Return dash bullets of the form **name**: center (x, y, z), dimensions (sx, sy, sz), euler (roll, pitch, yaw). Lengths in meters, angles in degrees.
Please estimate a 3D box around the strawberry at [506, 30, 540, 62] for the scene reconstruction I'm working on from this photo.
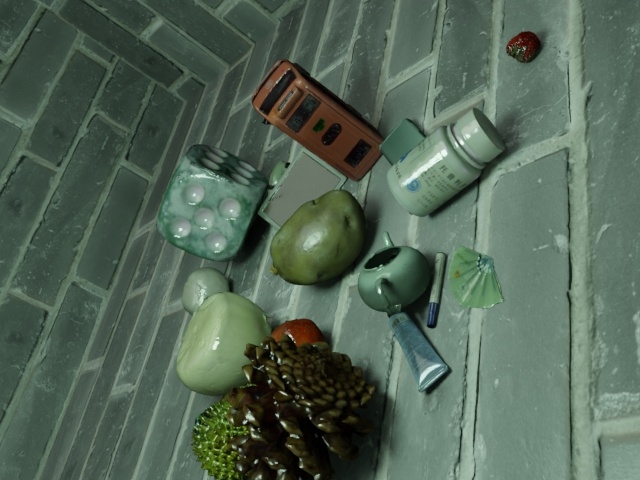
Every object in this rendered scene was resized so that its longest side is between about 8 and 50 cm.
- **strawberry**: center (0.556, -0.530, 1.844), dimensions (0.096, 0.083, 0.083), euler (-40, 19, -31)

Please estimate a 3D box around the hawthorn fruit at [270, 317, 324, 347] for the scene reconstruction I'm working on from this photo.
- **hawthorn fruit**: center (-0.065, 0.358, 1.878), dimensions (0.165, 0.165, 0.285), euler (-21, 58, 46)

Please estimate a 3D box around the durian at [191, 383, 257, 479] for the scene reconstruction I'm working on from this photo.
- **durian**: center (-0.237, 0.527, 1.860), dimensions (0.291, 0.225, 0.291), euler (-160, 90, -88)

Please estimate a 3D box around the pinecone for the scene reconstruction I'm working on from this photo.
- **pinecone**: center (-0.070, 0.432, 1.605), dimensions (0.384, 0.384, 0.384), euler (-37, 36, 32)

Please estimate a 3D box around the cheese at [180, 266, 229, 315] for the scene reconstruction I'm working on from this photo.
- **cheese**: center (-0.427, 0.195, 2.542), dimensions (0.198, 0.154, 0.189), euler (13, 91, 55)

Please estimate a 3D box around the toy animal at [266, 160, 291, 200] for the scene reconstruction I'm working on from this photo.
- **toy animal**: center (-0.141, -0.194, 2.519), dimensions (0.094, 0.121, 0.225), euler (-10, 55, 52)

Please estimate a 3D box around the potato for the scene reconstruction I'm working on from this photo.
- **potato**: center (0.000, 0.000, 2.023), dimensions (0.326, 0.221, 0.243), euler (-45, 41, 2)

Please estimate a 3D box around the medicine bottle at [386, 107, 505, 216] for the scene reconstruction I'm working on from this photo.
- **medicine bottle**: center (0.328, -0.204, 1.778), dimensions (0.293, 0.170, 0.170), euler (-38, 35, 29)

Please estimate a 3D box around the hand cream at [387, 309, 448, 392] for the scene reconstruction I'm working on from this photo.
- **hand cream**: center (0.221, 0.251, 1.624), dimensions (0.088, 0.055, 0.256), euler (-40, 34, 9)

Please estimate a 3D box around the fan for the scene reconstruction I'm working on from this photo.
- **fan**: center (0.363, 0.090, 1.610), dimensions (0.131, 0.009, 0.240), euler (-51, 30, 16)

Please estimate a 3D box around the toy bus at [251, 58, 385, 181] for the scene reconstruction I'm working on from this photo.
- **toy bus**: center (-0.002, -0.380, 2.183), dimensions (0.203, 0.427, 0.233), euler (-51, 33, 12)

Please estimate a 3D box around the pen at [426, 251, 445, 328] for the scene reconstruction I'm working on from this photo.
- **pen**: center (0.286, 0.122, 1.678), dimensions (0.025, 0.025, 0.204), euler (-21, 46, 47)

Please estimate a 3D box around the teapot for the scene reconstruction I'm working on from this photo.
- **teapot**: center (0.181, 0.089, 1.717), dimensions (0.193, 0.129, 0.294), euler (-26, 18, 21)

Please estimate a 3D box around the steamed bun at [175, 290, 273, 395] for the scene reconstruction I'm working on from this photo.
- **steamed bun**: center (-0.296, 0.342, 2.136), dimensions (0.334, 0.233, 0.312), euler (-22, 47, 58)

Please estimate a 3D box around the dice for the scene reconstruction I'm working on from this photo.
- **dice**: center (-0.400, -0.144, 2.548), dimensions (0.328, 0.330, 0.348), euler (-81, 14, -70)

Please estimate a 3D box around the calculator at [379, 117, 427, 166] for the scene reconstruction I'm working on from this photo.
- **calculator**: center (0.260, -0.288, 2.081), dimensions (0.141, 0.045, 0.246), euler (-49, 31, 15)

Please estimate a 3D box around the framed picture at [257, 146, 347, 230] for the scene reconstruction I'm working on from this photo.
- **framed picture**: center (-0.066, -0.155, 2.376), dimensions (0.232, 0.019, 0.296), euler (40, 98, 30)

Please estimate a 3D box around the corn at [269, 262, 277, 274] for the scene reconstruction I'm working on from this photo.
- **corn**: center (-0.144, 0.076, 2.352), dimensions (0.092, 0.037, 0.037), euler (-58, 29, -1)
